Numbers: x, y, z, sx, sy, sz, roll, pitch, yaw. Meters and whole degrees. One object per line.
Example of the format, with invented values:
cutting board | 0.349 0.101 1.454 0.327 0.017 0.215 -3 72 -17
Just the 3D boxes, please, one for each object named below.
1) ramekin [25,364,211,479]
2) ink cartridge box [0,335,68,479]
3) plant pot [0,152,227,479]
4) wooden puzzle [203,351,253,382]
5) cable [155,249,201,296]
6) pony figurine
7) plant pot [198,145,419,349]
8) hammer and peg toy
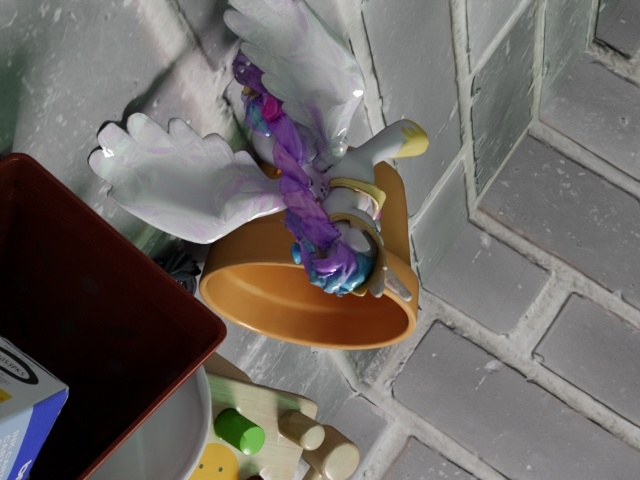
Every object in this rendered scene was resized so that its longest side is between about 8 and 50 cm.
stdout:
ramekin | -0.260 0.188 1.697 0.273 0.273 0.127 -49 176 -31
ink cartridge box | -0.368 0.119 1.121 0.151 0.270 0.395 -61 166 24
plant pot | -0.294 0.132 1.486 0.267 0.267 0.235 -45 172 -42
wooden puzzle | -0.272 0.244 1.915 0.322 0.080 0.347 39 78 -42
cable | -0.212 0.078 2.070 0.184 0.047 0.150 -48 157 -46
pony figurine | -0.027 -0.107 1.755 0.303 0.351 0.363 -45 -166 22
plant pot | 0.000 0.000 2.142 0.291 0.291 0.203 88 12 -67
hammer and peg toy | -0.102 0.302 1.927 0.361 0.127 0.265 20 92 -40
